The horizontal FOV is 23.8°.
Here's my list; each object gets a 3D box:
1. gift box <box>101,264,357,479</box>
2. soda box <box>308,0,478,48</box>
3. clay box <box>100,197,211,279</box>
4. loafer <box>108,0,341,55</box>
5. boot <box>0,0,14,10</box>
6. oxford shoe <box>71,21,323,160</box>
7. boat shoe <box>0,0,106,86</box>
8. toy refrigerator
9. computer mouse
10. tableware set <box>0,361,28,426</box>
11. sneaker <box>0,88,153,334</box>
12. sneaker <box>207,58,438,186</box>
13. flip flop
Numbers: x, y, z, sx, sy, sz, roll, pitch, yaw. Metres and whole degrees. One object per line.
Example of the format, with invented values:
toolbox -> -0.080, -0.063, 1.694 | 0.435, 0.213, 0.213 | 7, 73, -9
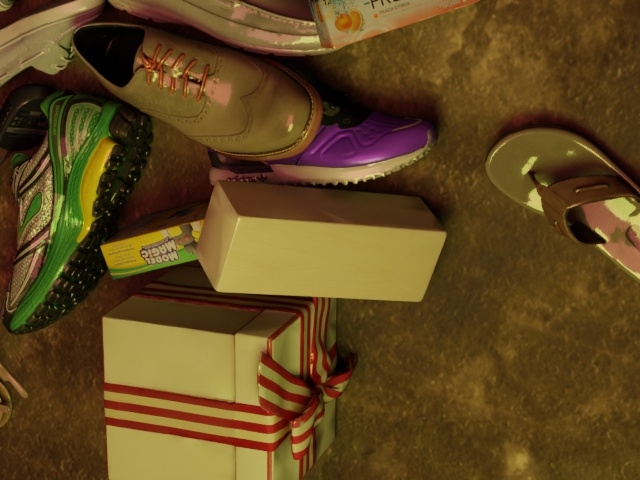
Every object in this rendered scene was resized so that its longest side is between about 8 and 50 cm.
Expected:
gift box -> -0.108, 0.160, 1.857 | 0.258, 0.255, 0.276 | 8, 114, 19
soda box -> 0.082, -0.271, 1.707 | 0.183, 0.058, 0.063 | -19, 103, -11
clay box -> -0.146, -0.015, 1.879 | 0.222, 0.127, 0.053 | -12, 104, 23
loafer -> -0.110, -0.298, 1.782 | 0.319, 0.112, 0.111 | 17, 120, 14
boot -> -0.388, -0.381, 1.871 | 0.086, 0.069, 0.190 | -5, 104, 23
oxford shoe -> -0.153, -0.176, 1.758 | 0.348, 0.130, 0.123 | 18, 90, 37
boat shoe -> -0.347, -0.248, 1.905 | 0.227, 0.079, 0.081 | -20, 107, 29
toy refrigerator -> 0.000, 0.000, 1.773 | 0.269, 0.094, 0.102 | 3, 121, -27
computer mouse -> -0.416, -0.116, 1.982 | 0.242, 0.071, 0.041 | -52, 54, 29
tableware set -> -0.512, 0.189, 2.120 | 0.194, 0.039, 0.128 | 48, 115, -1
sneaker -> -0.337, -0.035, 1.952 | 0.146, 0.134, 0.344 | 28, 105, 15
sneaker -> -0.010, -0.145, 1.804 | 0.293, 0.102, 0.146 | -4, 104, 19
flip flop -> 0.313, -0.033, 1.743 | 0.277, 0.080, 0.112 | 39, 115, 3
